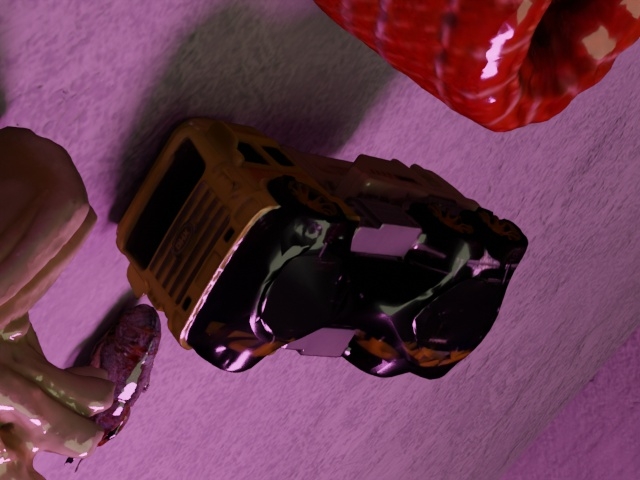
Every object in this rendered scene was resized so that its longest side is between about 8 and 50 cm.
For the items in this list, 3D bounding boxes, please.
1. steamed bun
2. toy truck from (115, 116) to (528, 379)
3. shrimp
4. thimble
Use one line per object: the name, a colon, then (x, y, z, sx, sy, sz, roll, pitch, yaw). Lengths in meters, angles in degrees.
steamed bun: (-0.289, 0.109, 1.281, 0.428, 0.247, 0.189, -42, 135, -30)
toy truck: (0.000, 0.000, 1.725, 0.405, 0.254, 0.181, 7, 120, -49)
shrimp: (-0.208, 0.145, 1.797, 0.075, 0.073, 0.190, 16, 110, -20)
thimble: (0.177, -0.282, 1.608, 0.350, 0.230, 0.350, -41, 159, -20)
